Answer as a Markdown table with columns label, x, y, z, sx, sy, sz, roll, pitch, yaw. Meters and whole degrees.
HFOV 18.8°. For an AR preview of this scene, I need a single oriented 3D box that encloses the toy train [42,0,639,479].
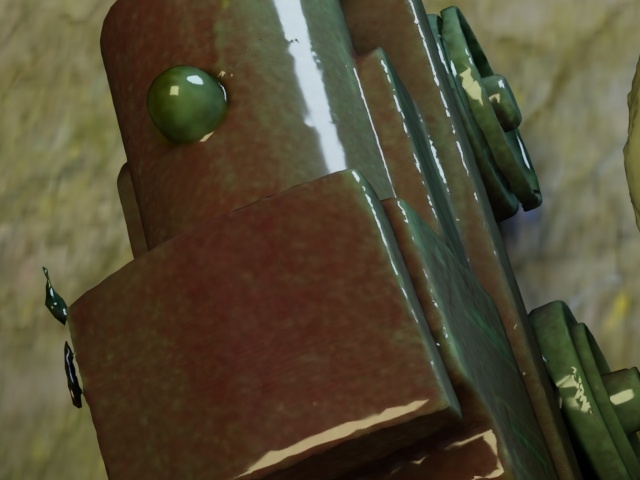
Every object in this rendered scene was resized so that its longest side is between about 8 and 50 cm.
| label | x | y | z | sx | sy | sz | roll | pitch | yaw |
| --- | --- | --- | --- | --- | --- | --- | --- | --- | --- |
| toy train | 0.000 | 0.000 | 0.645 | 0.150 | 0.221 | 0.304 | -25 | 58 | 13 |

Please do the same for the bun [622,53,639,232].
| label | x | y | z | sx | sy | sz | roll | pitch | yaw |
| --- | --- | --- | --- | --- | --- | --- | --- | --- | --- |
| bun | 0.194 | -0.064 | 0.601 | 0.220 | 0.220 | 0.134 | -16 | 95 | 16 |
